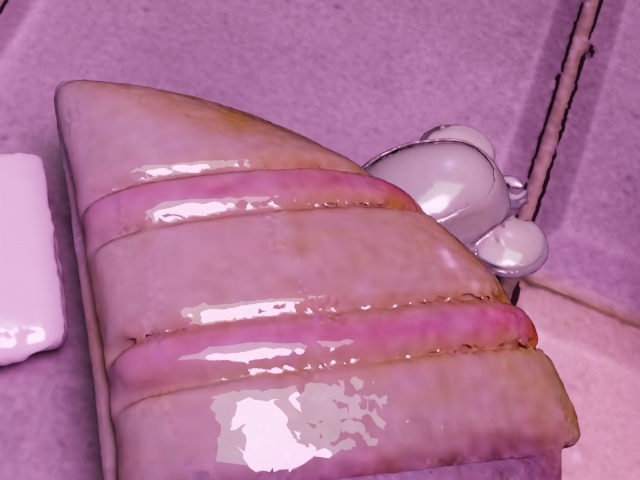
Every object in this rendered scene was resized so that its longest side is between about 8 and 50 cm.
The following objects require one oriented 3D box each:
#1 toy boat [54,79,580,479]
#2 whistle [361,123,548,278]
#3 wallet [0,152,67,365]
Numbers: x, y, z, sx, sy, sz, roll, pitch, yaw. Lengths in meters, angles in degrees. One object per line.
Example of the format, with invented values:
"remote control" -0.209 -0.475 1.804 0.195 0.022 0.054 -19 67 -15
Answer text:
"toy boat" -0.012 0.062 0.601 0.276 0.111 0.294 11 64 -6
"whistle" 0.000 0.000 0.706 0.235 0.077 0.114 -13 53 -14
"wallet" -0.221 0.013 0.665 0.182 0.032 0.124 -5 61 -15
